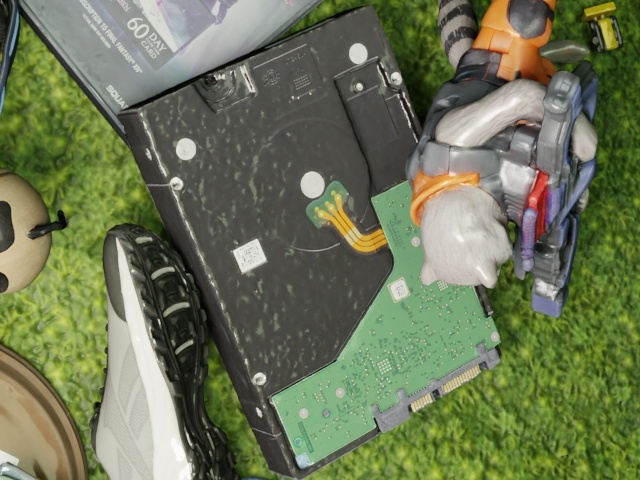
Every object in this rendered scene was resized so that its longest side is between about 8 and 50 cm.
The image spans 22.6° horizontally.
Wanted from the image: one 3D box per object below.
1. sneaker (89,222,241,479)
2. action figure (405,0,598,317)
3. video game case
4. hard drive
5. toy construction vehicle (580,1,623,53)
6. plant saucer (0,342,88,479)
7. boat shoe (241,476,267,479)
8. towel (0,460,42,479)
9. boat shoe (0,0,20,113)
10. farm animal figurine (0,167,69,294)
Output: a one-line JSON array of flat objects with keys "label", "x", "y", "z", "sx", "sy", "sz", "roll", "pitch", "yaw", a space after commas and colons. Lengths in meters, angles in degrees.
[{"label": "sneaker", "x": -0.143, "y": 0.121, "z": 1.278, "sx": 0.100, "sy": 0.108, "sz": 0.271, "roll": -21, "pitch": 102, "yaw": -67}, {"label": "action figure", "x": 0.150, "y": -0.082, "z": 1.367, "sx": 0.179, "sy": 0.341, "sz": 0.330, "roll": 10, "pitch": 53, "yaw": 11}, {"label": "video game case", "x": -0.114, "y": -0.232, "z": 1.352, "sx": 0.274, "sy": 0.026, "sz": 0.196, "roll": -43, "pitch": 104, "yaw": -18}, {"label": "hard drive", "x": 0.000, "y": 0.000, "z": 1.357, "sx": 0.237, "sy": 0.064, "sz": 0.339, "roll": -28, "pitch": 102, "yaw": -23}, {"label": "toy construction vehicle", "x": 0.283, "y": -0.233, "z": 1.520, "sx": 0.086, "sy": 0.035, "sz": 0.098, "roll": -18, "pitch": 92, "yaw": -12}, {"label": "plant saucer", "x": -0.311, "y": 0.203, "z": 1.242, "sx": 0.278, "sy": 0.041, "sz": 0.277, "roll": 1, "pitch": 86, "yaw": -23}, {"label": "boat shoe", "x": -0.004, "y": 0.266, "z": 1.354, "sx": 0.183, "sy": 0.066, "sz": 0.066, "roll": 42, "pitch": 73, "yaw": -16}, {"label": "towel", "x": -0.173, "y": 0.372, "z": 1.264, "sx": 0.370, "sy": 0.040, "sz": 0.271, "roll": 35, "pitch": 82, "yaw": -25}, {"label": "boat shoe", "x": -0.302, "y": -0.087, "z": 1.229, "sx": 0.109, "sy": 0.089, "sz": 0.258, "roll": 16, "pitch": 81, "yaw": -22}, {"label": "farm animal figurine", "x": -0.323, "y": 0.036, "z": 1.096, "sx": 0.327, "sy": 0.172, "sz": 0.330, "roll": -25, "pitch": 102, "yaw": -11}]
